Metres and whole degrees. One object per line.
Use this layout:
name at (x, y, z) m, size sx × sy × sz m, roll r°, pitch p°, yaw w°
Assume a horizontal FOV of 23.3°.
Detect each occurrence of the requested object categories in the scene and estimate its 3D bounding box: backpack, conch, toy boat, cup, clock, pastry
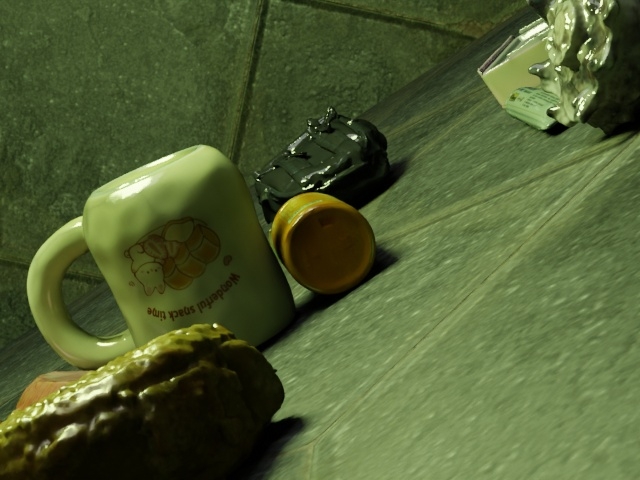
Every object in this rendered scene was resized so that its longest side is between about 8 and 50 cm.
backpack at (0.004, -0.092, 2.149) m, size 0.206 × 0.133 × 0.258 m, roll -38°, pitch 15°, yaw -6°
conch at (0.302, -0.208, 1.439) m, size 0.313 × 0.186 × 0.240 m, roll -1°, pitch 55°, yaw 49°
toy boat at (-0.243, 0.180, 1.566) m, size 0.141 × 0.099 × 0.318 m, roll -7°, pitch -2°, yaw -22°
cup at (-0.169, 0.027, 1.627) m, size 0.255 × 0.202 × 0.173 m, roll -17°, pitch 11°, yaw 38°
clock at (0.305, -0.256, 2.071) m, size 0.147 × 0.071 × 0.192 m, roll -29°, pitch 9°, yaw 29°
pastry at (-0.150, 0.146, 1.197) m, size 0.235 × 0.132 × 0.240 m, roll -36°, pitch 8°, yaw -12°

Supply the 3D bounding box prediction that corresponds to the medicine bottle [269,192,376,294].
medicine bottle at (0.000, 0.000, 1.637) m, size 0.096 × 0.096 × 0.192 m, roll -34°, pitch 8°, yaw -3°

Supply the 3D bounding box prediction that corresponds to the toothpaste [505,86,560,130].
toothpaste at (0.251, -0.152, 1.774) m, size 0.067 × 0.037 × 0.255 m, roll -28°, pitch 10°, yaw -2°

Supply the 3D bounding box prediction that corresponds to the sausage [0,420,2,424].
sausage at (-0.445, 0.259, 1.651) m, size 0.268 × 0.153 × 0.141 m, roll -33°, pitch 16°, yaw 21°
